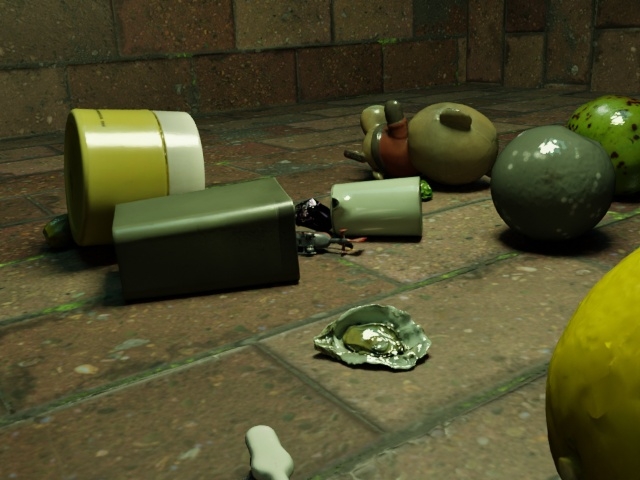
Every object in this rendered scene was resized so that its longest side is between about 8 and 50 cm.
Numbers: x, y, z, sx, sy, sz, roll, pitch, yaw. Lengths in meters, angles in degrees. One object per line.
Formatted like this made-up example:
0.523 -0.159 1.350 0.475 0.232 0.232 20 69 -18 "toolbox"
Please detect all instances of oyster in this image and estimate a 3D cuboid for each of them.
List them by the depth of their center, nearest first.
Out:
0.059 0.112 0.728 0.098 0.037 0.100 -34 52 -26 "oyster"

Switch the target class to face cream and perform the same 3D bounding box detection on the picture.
-0.307 -0.102 1.103 0.180 0.218 0.218 -4 16 -27 "face cream"

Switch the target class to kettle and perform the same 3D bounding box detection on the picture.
0.095 -0.057 1.137 0.148 0.098 0.127 -3 23 12 "kettle"

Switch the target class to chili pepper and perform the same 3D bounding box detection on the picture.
0.207 -0.098 1.366 0.030 0.034 0.091 -33 13 15 "chili pepper"

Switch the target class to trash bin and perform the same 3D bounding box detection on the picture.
-0.163 -0.002 0.968 0.241 0.122 0.164 -9 19 -13 "trash bin"

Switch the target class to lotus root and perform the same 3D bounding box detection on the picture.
-0.430 -0.020 1.164 0.049 0.054 0.099 -8 14 26 "lotus root"

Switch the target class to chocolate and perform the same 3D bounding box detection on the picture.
-0.053 -0.041 1.150 0.147 0.072 0.070 -9 62 -5 "chocolate"

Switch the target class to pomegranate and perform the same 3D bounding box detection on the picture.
0.539 -0.164 1.296 0.248 0.202 0.202 -33 20 0 "pomegranate"

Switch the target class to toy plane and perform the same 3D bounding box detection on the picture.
0.000 0.000 1.069 0.145 0.037 0.060 1 7 25 "toy plane"

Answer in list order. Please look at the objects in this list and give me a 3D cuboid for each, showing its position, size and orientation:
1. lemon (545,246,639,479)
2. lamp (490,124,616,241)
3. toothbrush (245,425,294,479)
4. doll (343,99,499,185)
0.246 0.106 0.392 0.219 0.240 0.240 -25 19 -1 "lemon"
0.392 -0.084 1.102 0.182 0.181 0.314 9 3 34 "lamp"
0.015 0.221 0.362 0.042 0.040 0.418 -6 18 -18 "toothbrush"
0.217 -0.202 1.452 0.330 0.235 0.174 4 60 43 "doll"
